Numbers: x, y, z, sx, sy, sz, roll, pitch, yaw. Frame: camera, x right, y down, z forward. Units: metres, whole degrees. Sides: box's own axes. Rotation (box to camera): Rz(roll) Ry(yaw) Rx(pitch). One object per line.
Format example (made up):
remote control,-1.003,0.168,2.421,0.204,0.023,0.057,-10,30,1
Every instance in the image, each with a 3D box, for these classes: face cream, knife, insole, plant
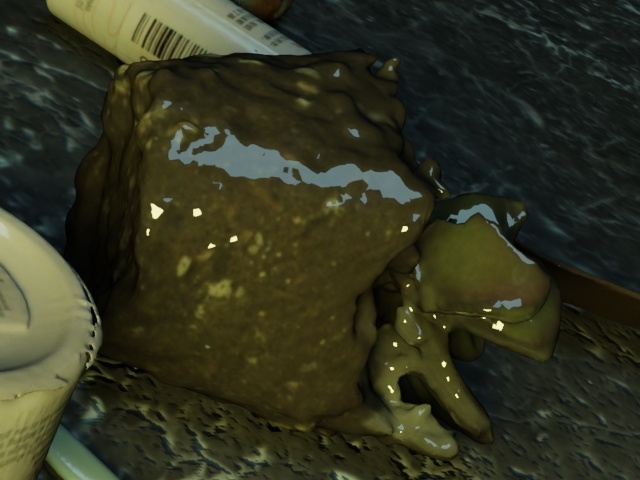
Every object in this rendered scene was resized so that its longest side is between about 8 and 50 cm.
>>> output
face cream,-0.205,0.068,0.854,0.177,0.153,0.177,22,29,-13
face cream,-0.069,-0.127,1.367,0.269,0.082,0.082,34,29,13
knife,-0.087,0.147,0.969,0.210,0.015,0.028,38,23,18
insole,0.128,0.014,1.308,0.327,0.007,0.111,21,-14,-21
plant,0.000,0.000,1.102,0.276,0.188,0.199,14,32,-23

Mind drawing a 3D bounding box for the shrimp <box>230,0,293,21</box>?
shrimp,-0.156,-0.257,1.533,0.290,0.054,0.222,8,35,-38
